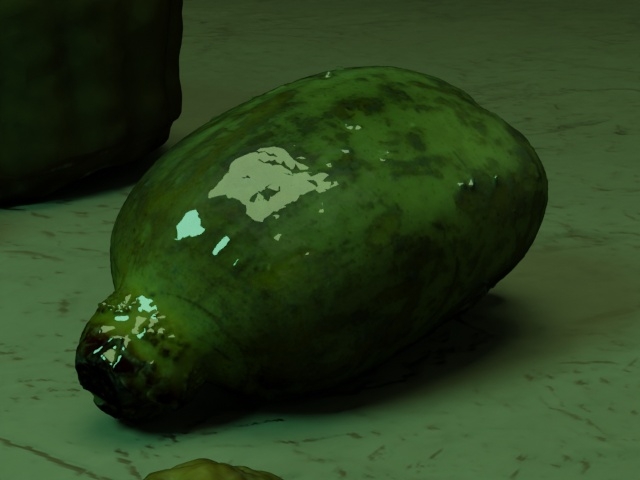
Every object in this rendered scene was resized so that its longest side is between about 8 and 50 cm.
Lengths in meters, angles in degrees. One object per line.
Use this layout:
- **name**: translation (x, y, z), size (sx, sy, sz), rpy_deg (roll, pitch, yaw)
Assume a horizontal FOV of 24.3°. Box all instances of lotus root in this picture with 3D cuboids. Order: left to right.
- **lotus root**: translation (0.000, 0.000, 0.794), size (0.173, 0.173, 0.309), rpy_deg (13, 29, 40)

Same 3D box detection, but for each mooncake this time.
- **mooncake**: translation (-0.270, -0.148, 1.241), size (0.324, 0.187, 0.324), rpy_deg (-3, 17, 1)

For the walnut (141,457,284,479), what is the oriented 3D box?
- **walnut**: translation (-0.031, 0.123, 0.455), size (0.105, 0.105, 0.124), rpy_deg (-10, 34, -27)
